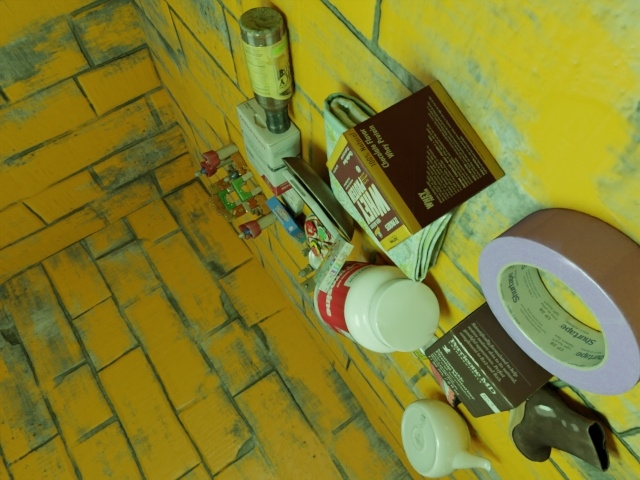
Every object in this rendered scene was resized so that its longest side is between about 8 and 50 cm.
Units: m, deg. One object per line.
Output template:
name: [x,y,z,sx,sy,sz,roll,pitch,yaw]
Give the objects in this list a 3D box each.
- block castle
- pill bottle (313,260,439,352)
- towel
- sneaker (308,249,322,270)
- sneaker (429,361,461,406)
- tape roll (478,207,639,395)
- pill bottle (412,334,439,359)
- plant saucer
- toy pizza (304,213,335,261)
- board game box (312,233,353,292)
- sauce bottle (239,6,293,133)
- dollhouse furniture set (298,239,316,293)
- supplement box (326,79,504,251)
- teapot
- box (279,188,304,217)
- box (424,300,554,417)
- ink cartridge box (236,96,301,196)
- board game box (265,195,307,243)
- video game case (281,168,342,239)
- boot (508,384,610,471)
block castle: [-0.420,-0.221,2.338,0.453,0.213,0.303,60,165,-7]
pill bottle: [0.144,0.177,1.330,0.229,0.229,0.408,61,164,-10]
towel: [0.134,-0.108,1.076,0.374,0.090,0.320,51,162,26]
sneaker: [0.027,0.108,1.860,0.092,0.087,0.228,16,139,44]
sneaker: [0.326,0.313,1.246,0.136,0.116,0.314,47,161,40]
tape roll: [0.371,0.091,0.725,0.275,0.090,0.275,51,163,21]
pill bottle: [0.305,0.314,1.407,0.065,0.065,0.116,53,165,16]
plant saucer: [0.004,-0.129,1.386,0.310,0.050,0.310,50,179,1]
toy pizza: [0.000,0.000,1.706,0.201,0.032,0.201,36,139,39]
board game box: [0.035,0.064,1.389,0.026,0.154,0.103,29,-174,-17]
sauce bottle: [-0.128,-0.420,1.244,0.111,0.111,0.344,51,164,25]
dollhouse furniture set: [-0.047,0.104,1.976,0.144,0.123,0.151,50,163,26]
supplement box: [0.150,-0.119,0.801,0.191,0.194,0.129,56,164,5]
teapot: [0.390,0.627,1.557,0.252,0.187,0.256,125,141,-53]
box: [-0.116,-0.180,1.807,0.145,0.038,0.186,55,163,9]
box: [0.335,0.217,0.931,0.168,0.167,0.203,53,164,18]
ink cartridge box: [-0.158,-0.304,1.548,0.197,0.114,0.273,53,165,22]
board game box: [-0.125,-0.078,1.896,0.160,0.047,0.210,53,-178,15]
video game case: [-0.019,-0.103,1.525,0.206,0.026,0.227,51,180,41]
boot: [0.485,0.411,0.986,0.207,0.090,0.248,30,145,64]
